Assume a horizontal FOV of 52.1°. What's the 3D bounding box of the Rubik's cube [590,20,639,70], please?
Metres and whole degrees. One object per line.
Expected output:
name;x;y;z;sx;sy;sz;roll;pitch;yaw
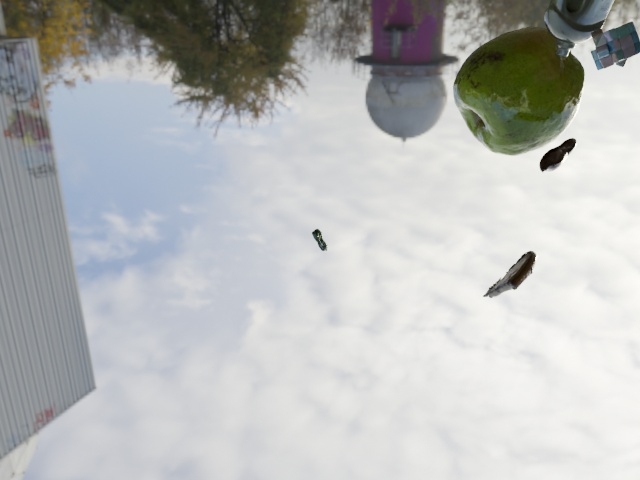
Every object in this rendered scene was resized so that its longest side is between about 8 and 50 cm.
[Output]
Rubik's cube;0.536;-0.356;1.209;0.084;0.075;0.073;-7;-179;-14

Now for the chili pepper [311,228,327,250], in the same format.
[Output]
chili pepper;0.001;0.001;1.997;0.030;0.091;0.034;-35;-144;-6

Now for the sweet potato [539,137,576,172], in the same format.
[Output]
sweet potato;0.633;-0.226;1.754;0.057;0.057;0.264;14;-151;30

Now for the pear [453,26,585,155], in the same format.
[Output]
pear;0.610;-0.456;1.989;0.391;0.391;0.391;-1;-157;0

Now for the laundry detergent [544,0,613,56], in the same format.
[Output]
laundry detergent;0.554;-0.520;1.392;0.181;0.253;0.091;-11;-145;-37

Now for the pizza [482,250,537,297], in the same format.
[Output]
pizza;0.475;0.105;1.652;0.036;0.176;0.185;45;-151;6
